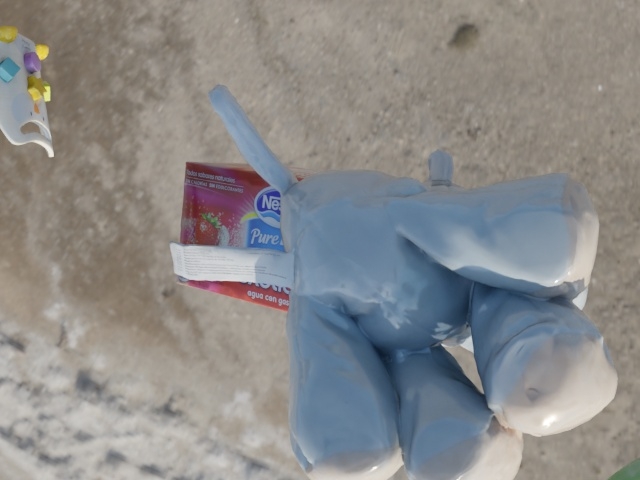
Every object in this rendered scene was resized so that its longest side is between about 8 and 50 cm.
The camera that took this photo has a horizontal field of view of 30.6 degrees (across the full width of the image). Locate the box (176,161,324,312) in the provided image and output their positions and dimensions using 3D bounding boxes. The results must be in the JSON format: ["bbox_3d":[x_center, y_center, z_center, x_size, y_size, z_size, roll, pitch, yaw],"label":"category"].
[{"bbox_3d":[0.000,0.000,1.074,0.257,0.128,0.123,11,99,40],"label":"box"}]

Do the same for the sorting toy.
[{"bbox_3d":[-0.194,-0.091,0.751,0.045,0.083,0.075,-23,78,12],"label":"sorting toy"}]

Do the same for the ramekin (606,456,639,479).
[{"bbox_3d":[0.413,0.395,1.328,0.303,0.148,0.303,-14,121,-24],"label":"ramekin"}]

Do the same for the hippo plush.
[{"bbox_3d":[0.068,0.049,0.828,0.294,0.236,0.234,16,94,16],"label":"hippo plush"}]
